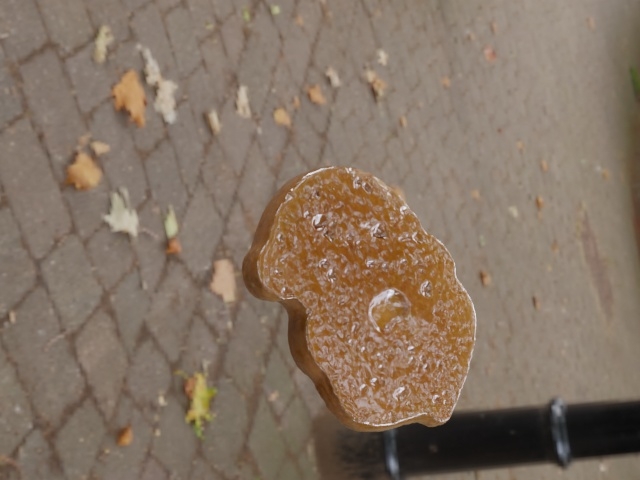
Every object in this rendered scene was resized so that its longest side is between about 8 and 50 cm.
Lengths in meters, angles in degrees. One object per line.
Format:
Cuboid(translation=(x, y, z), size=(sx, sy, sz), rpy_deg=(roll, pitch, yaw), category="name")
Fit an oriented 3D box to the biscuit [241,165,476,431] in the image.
Cuboid(translation=(0.021, 0.028, 0.485), size=(0.130, 0.019, 0.102), rpy_deg=(52, 55, -14), category="biscuit")
